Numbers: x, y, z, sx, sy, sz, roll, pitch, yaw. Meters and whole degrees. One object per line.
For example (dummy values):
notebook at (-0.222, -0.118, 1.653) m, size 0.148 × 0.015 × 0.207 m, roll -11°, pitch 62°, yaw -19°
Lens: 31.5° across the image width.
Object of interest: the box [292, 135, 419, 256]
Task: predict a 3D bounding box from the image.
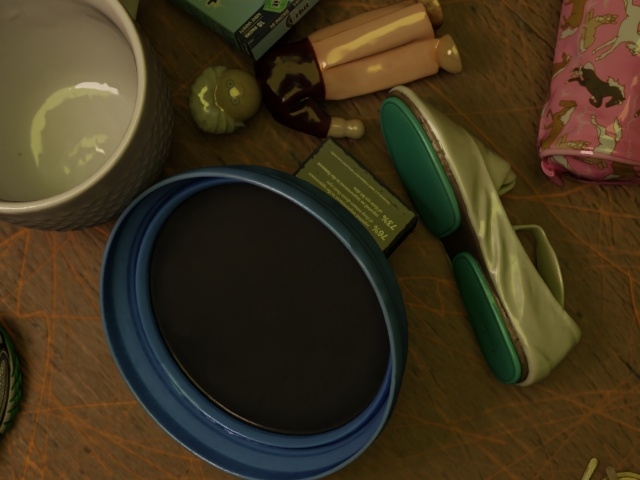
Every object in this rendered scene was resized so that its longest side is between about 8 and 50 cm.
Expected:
box at (0.000, 0.000, 1.409) m, size 0.153 × 0.108 × 0.207 m, roll 43°, pitch 88°, yaw 6°

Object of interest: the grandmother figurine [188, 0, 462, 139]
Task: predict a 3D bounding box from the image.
grandmother figurine at (-0.007, -0.223, 1.442) m, size 0.342 × 0.104 × 0.208 m, roll -20°, pitch 74°, yaw -2°

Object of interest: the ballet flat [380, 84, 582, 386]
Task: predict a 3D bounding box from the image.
ballet flat at (0.204, -0.018, 1.404) m, size 0.139 × 0.139 × 0.400 m, roll -24°, pitch 87°, yaw 0°

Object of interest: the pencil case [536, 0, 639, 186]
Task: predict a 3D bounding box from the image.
pencil case at (0.368, -0.256, 1.395) m, size 0.160 × 0.167 × 0.386 m, roll 11°, pitch 83°, yaw -20°

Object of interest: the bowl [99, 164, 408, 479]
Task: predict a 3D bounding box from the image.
bowl at (-0.078, 0.096, 1.323) m, size 0.391 × 0.077 × 0.391 m, roll 11°, pitch 115°, yaw 24°

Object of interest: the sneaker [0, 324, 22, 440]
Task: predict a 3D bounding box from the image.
sneaker at (-0.471, 0.251, 1.387) m, size 0.134 × 0.146 × 0.343 m, roll 16°, pitch 84°, yaw 5°

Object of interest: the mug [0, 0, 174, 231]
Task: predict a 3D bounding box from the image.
mug at (-0.292, -0.190, 1.336) m, size 0.276 × 0.328 × 0.374 m, roll 17°, pitch 84°, yaw 5°

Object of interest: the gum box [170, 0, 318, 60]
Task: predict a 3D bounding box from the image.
gum box at (-0.094, -0.334, 1.444) m, size 0.184 × 0.041 × 0.157 m, roll 37°, pitch 76°, yaw 28°

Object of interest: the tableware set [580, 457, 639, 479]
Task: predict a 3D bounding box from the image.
tableware set at (0.351, 0.375, 1.382) m, size 0.128 × 0.039 × 0.194 m, roll 26°, pitch 86°, yaw 6°
